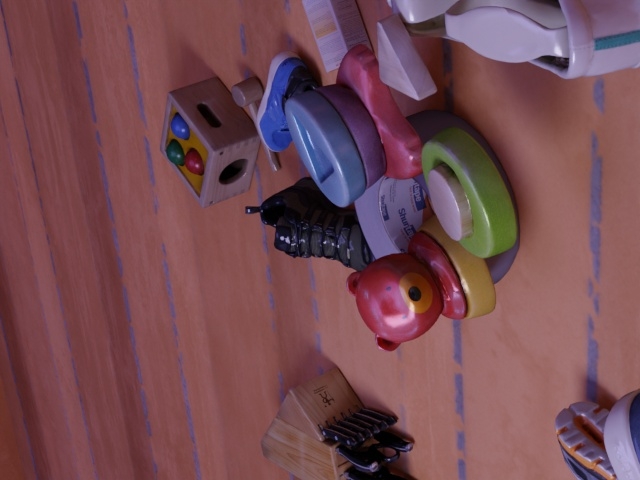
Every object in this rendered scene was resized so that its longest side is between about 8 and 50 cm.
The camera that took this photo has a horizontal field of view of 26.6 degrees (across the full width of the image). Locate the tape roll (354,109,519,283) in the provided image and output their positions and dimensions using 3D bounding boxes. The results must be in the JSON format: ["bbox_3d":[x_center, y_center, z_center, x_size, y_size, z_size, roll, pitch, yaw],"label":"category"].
[{"bbox_3d":[0.128,-0.036,1.547,0.219,0.072,0.219,40,142,41],"label":"tape roll"}]

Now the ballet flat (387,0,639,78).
[{"bbox_3d":[0.147,-0.233,1.271,0.400,0.139,0.139,29,133,50],"label":"ballet flat"}]

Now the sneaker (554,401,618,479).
[{"bbox_3d":[0.331,0.262,1.419,0.215,0.084,0.083,50,161,35],"label":"sneaker"}]

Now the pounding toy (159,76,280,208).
[{"bbox_3d":[-0.143,-0.144,1.908,0.181,0.094,0.206,52,149,26],"label":"pounding toy"}]

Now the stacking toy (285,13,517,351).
[{"bbox_3d":[0.061,-0.052,1.365,0.309,0.130,0.279,60,167,12],"label":"stacking toy"}]

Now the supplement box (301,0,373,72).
[{"bbox_3d":[0.020,-0.256,1.612,0.062,0.036,0.098,-9,102,61],"label":"supplement box"}]

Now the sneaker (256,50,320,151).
[{"bbox_3d":[-0.037,-0.161,1.753,0.084,0.058,0.152,54,143,39],"label":"sneaker"}]

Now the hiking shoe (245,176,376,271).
[{"bbox_3d":[0.000,0.000,1.746,0.227,0.114,0.086,34,138,46],"label":"hiking shoe"}]

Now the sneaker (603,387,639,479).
[{"bbox_3d":[0.405,0.287,1.261,0.148,0.131,0.350,-26,96,42],"label":"sneaker"}]

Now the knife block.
[{"bbox_3d":[0.035,0.321,1.942,0.242,0.088,0.275,57,149,20],"label":"knife block"}]
